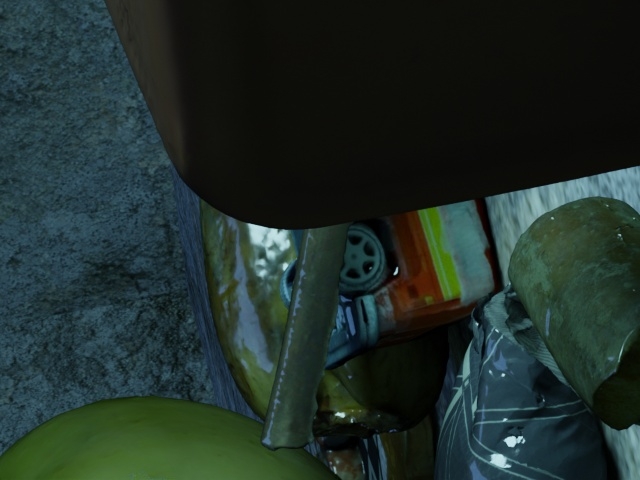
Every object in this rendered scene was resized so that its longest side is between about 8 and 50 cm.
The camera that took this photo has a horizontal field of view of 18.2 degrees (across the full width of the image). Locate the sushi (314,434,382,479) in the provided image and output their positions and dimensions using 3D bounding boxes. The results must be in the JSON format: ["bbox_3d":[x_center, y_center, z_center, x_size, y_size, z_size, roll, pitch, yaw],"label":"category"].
[{"bbox_3d":[0.008,0.173,1.943,0.264,0.050,0.290,-129,30,-74],"label":"sushi"}]

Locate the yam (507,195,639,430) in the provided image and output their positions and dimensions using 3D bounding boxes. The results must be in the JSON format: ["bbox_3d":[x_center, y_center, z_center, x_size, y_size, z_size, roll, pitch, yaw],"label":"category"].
[{"bbox_3d":[0.125,0.031,0.833,0.146,0.070,0.069,-117,18,-62],"label":"yam"}]

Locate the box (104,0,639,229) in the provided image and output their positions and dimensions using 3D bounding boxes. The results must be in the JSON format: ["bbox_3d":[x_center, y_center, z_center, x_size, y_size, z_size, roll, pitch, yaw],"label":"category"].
[{"bbox_3d":[0.033,-0.200,0.566,0.229,0.239,0.339,-112,14,-45],"label":"box"}]

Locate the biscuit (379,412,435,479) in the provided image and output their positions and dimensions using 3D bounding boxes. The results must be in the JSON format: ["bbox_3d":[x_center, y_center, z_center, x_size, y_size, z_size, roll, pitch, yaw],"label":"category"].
[{"bbox_3d":[0.067,0.157,1.557,0.153,0.030,0.234,88,168,-53],"label":"biscuit"}]

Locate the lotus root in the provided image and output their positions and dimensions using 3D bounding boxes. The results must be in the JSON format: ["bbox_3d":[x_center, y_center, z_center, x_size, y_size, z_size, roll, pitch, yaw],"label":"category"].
[{"bbox_3d":[0.000,0.000,1.350,0.160,0.152,0.274,16,-113,-57],"label":"lotus root"}]

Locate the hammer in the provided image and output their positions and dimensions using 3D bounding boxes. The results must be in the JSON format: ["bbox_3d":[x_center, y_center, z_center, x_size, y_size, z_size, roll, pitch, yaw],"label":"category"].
[{"bbox_3d":[0.007,-0.027,1.125,0.027,0.125,0.297,7,-87,-68],"label":"hammer"}]

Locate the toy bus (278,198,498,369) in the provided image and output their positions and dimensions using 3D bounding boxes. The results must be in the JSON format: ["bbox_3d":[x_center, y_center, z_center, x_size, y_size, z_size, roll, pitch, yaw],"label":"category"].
[{"bbox_3d":[0.024,-0.063,1.218,0.121,0.120,0.265,140,118,-72],"label":"toy bus"}]

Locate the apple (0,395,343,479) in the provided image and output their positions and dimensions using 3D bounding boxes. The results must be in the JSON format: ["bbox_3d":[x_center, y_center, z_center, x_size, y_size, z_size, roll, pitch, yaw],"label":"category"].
[{"bbox_3d":[-0.114,0.360,1.572,0.473,0.474,0.473,170,90,-82],"label":"apple"}]

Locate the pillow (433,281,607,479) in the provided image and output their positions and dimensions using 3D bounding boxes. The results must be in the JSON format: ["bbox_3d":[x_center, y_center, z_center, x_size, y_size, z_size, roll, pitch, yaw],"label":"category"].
[{"bbox_3d":[0.106,0.181,1.069,0.161,0.093,0.335,-105,9,-55],"label":"pillow"}]
